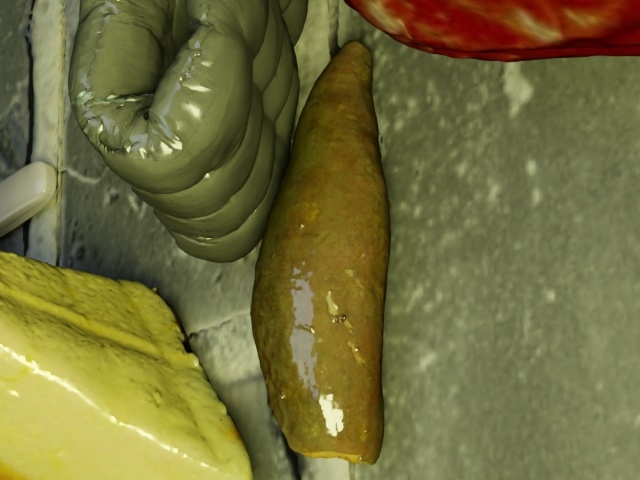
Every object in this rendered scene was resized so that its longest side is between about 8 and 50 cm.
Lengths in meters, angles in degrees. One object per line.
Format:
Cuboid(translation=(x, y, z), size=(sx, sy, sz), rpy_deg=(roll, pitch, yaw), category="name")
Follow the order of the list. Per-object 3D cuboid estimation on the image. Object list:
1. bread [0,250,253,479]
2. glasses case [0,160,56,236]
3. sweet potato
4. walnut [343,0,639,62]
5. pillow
Cuboid(translation=(-0.196, 0.109, 0.795), size=(0.167, 0.264, 0.163), rpy_deg=(-53, 46, 21), category="bread")
Cuboid(translation=(-0.214, -0.027, 1.025), size=(0.083, 0.021, 0.032), rpy_deg=(-31, 58, 30), category="glasses case")
Cuboid(translation=(0.000, 0.000, 0.788), size=(0.077, 0.077, 0.243), rpy_deg=(-15, 66, 38), category="sweet potato")
Cuboid(translation=(0.101, -0.183, 0.646), size=(0.269, 0.244, 0.221), rpy_deg=(-17, 65, 37), category="walnut")
Cuboid(translation=(-0.051, -0.167, 0.793), size=(0.101, 0.228, 0.326), rpy_deg=(10, 78, 10), category="pillow")
